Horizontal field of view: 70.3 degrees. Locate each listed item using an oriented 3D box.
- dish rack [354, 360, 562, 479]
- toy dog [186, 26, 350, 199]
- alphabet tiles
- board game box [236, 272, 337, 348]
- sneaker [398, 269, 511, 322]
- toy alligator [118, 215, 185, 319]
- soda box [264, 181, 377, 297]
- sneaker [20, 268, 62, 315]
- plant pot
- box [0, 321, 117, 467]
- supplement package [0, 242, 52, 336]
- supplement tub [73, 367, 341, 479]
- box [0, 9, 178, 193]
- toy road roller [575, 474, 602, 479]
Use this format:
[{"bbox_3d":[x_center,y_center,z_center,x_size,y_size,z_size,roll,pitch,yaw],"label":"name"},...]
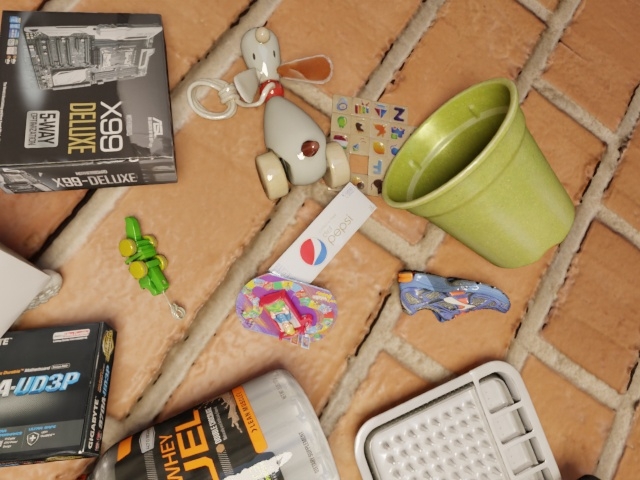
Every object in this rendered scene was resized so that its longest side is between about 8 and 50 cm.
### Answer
[{"bbox_3d":[0.233,0.389,0.787,0.333,0.072,0.285,-19,86,-16],"label":"dish rack"},{"bbox_3d":[-0.064,-0.227,0.778,0.220,0.161,0.333,-39,89,-17],"label":"toy dog"},{"bbox_3d":[0.133,-0.179,0.900,0.237,0.009,0.198,6,78,-13],"label":"alphabet tiles"},{"bbox_3d":[-0.056,0.125,0.742,0.169,0.133,0.033,18,33,-10],"label":"board game box"},{"bbox_3d":[0.244,0.111,0.846,0.221,0.083,0.087,10,91,-6],"label":"sneaker"},{"bbox_3d":[-0.283,0.053,0.740,0.051,0.056,0.189,-28,88,26],"label":"toy alligator"},{"bbox_3d":[0.000,0.000,0.801,0.069,0.074,0.216,44,74,-3],"label":"soda box"},{"bbox_3d":[-0.509,0.082,0.664,0.235,0.090,0.094,-21,76,-17],"label":"sneaker"},{"bbox_3d":[0.296,-0.092,0.803,0.254,0.276,0.276,39,73,-19],"label":"plant pot"},{"bbox_3d":[-0.405,0.212,0.623,0.221,0.051,0.175,-6,60,1],"label":"box"},{"bbox_3d":[-0.533,0.030,0.539,0.263,0.198,0.199,29,71,11],"label":"supplement package"},{"bbox_3d":[-0.159,0.338,0.633,0.338,0.207,0.207,-22,86,-16],"label":"supplement tub"},{"bbox_3d":[-0.363,-0.225,0.716,0.243,0.076,0.307,-6,65,-14],"label":"box"},{"bbox_3d":[0.413,0.555,0.669,0.203,0.240,0.329,-18,110,-15],"label":"toy road roller"}]
